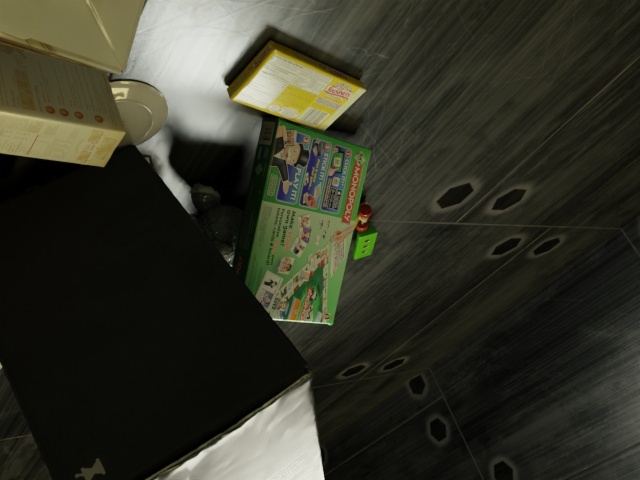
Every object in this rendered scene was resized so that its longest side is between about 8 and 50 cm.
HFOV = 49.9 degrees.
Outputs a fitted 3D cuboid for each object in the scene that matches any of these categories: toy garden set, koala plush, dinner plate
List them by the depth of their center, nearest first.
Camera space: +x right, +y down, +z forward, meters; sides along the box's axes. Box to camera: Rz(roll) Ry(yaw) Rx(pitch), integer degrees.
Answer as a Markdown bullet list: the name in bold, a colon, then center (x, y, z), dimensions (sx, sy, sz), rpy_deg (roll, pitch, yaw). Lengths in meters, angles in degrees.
- **dinner plate**: center (-0.281, -0.167, 0.960), dimensions (0.141, 0.017, 0.141), rpy_deg (-19, 152, -11)
- **koala plush**: center (-0.149, 0.007, 1.205), dimensions (0.204, 0.196, 0.221), rpy_deg (-20, 159, 14)
- **toy garden set**: center (0.000, 0.000, 1.466), dimensions (0.245, 0.049, 0.203), rpy_deg (-17, 155, -12)

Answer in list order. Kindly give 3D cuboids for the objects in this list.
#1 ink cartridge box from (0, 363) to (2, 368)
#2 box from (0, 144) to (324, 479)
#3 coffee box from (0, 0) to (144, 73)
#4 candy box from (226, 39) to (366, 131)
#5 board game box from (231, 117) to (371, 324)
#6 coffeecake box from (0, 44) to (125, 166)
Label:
- **ink cartridge box**: center (-0.525, 0.095, 1.091), dimensions (0.212, 0.093, 0.154), rpy_deg (-50, 151, 2)
- **box**: center (-0.242, 0.212, 0.996), dimensions (0.298, 0.480, 0.471), rpy_deg (-30, 145, -19)
- **coffee box**: center (-0.278, -0.223, 0.595), dimensions (0.141, 0.247, 0.098), rpy_deg (10, 100, -47)
- **candy box**: center (-0.032, -0.227, 1.038), dimensions (0.206, 0.027, 0.105), rpy_deg (10, 136, -49)
- **board game box**: center (-0.034, -0.022, 1.144), dimensions (0.214, 0.317, 0.046), rpy_deg (11, -178, -44)
- **coffeecake box**: center (-0.333, -0.167, 0.774), dimensions (0.186, 0.142, 0.068), rpy_deg (5, 142, -43)
